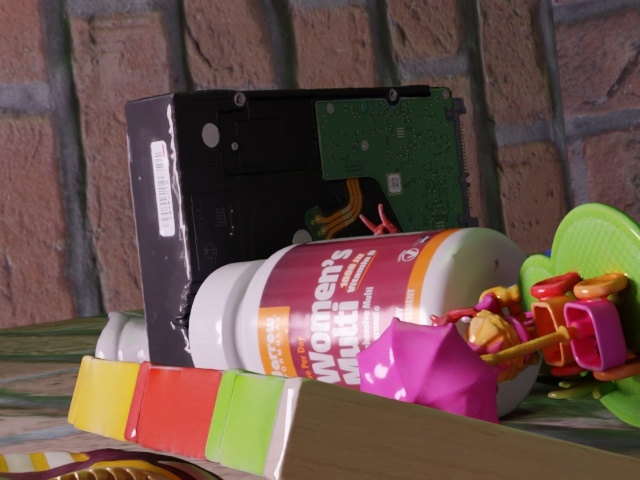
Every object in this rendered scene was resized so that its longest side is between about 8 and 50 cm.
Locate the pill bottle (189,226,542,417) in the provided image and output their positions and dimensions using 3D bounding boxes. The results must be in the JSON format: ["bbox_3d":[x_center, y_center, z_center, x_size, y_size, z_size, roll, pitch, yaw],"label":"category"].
[{"bbox_3d":[0.026,0.058,1.077,0.221,0.121,0.121,-5,1,40],"label":"pill bottle"}]

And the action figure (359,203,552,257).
[{"bbox_3d":[0.117,0.013,1.139,0.280,0.139,0.091,-35,12,37],"label":"action figure"}]

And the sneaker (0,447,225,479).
[{"bbox_3d":[-0.119,0.114,0.646,0.185,0.070,0.084,1,-4,22],"label":"sneaker"}]

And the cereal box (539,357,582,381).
[{"bbox_3d":[0.279,0.065,1.186,0.240,0.047,0.173,-7,3,-17],"label":"cereal box"}]

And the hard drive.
[{"bbox_3d":[0.000,0.000,1.277,0.064,0.237,0.339,-5,2,43],"label":"hard drive"}]

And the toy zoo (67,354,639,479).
[{"bbox_3d":[0.024,0.079,0.589,0.192,0.030,0.293,16,-8,-21],"label":"toy zoo"}]

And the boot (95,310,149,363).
[{"bbox_3d":[-0.129,0.080,1.438,0.123,0.095,0.258,1,2,1],"label":"boot"}]

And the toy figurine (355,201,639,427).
[{"bbox_3d":[0.089,0.061,0.900,0.159,0.130,0.173,-16,7,-21],"label":"toy figurine"}]
